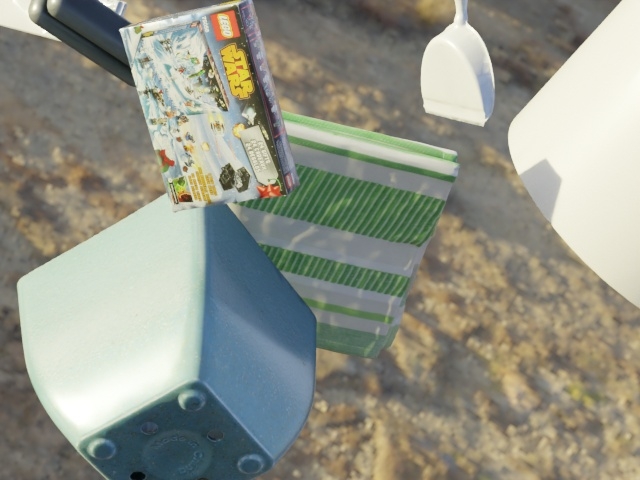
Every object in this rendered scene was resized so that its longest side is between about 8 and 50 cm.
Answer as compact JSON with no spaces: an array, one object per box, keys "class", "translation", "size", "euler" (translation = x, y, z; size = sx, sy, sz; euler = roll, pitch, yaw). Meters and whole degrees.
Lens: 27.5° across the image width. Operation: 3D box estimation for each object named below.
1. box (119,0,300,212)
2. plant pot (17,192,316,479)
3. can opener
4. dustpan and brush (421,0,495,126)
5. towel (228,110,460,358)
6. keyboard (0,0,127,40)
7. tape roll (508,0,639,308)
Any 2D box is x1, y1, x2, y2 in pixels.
[{"class":"box","translation":[-0.076,-0.092,0.910],"size":[0.094,0.137,0.027],"euler":[-7,18,23]},{"class":"plant pot","translation":[-0.152,0.138,1.351],"size":[0.247,0.248,0.252],"euler":[53,13,-32]},{"class":"can opener","translation":[-0.205,-0.220,1.503],"size":[0.074,0.093,0.280],"euler":[-10,-27,44]},{"class":"dustpan and brush","translation":[0.198,-0.282,1.880],"size":[0.060,0.211,0.147],"euler":[-25,27,-28]},{"class":"towel","translation":[0.000,0.000,1.485],"size":[0.248,0.325,0.038],"euler":[13,43,-6]},{"class":"keyboard","translation":[-0.366,-0.311,1.776],"size":[0.256,0.072,0.014],"euler":[18,2,34]},{"class":"tape roll","translation":[0.290,-0.069,0.998],"size":[0.246,0.169,0.246],"euler":[28,33,-20]}]
